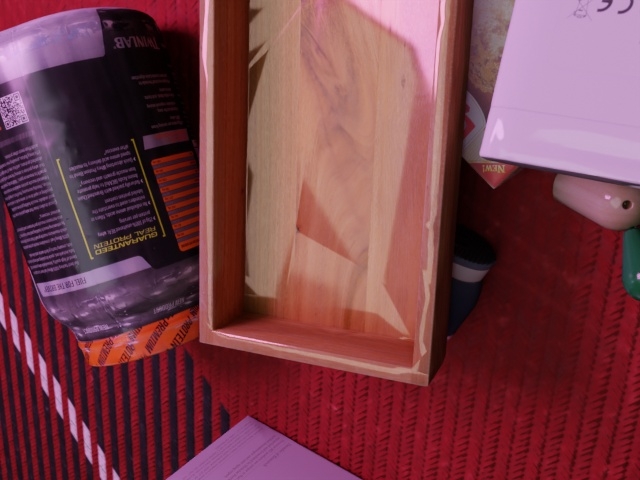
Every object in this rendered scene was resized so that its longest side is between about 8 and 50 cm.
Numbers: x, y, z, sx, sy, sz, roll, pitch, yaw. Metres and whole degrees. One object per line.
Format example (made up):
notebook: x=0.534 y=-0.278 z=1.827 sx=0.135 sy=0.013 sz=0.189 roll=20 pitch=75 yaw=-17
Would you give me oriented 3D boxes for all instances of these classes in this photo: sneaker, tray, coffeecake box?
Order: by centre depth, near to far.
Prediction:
coffeecake box: x=0.160 y=-0.158 z=0.565 sx=0.142 sy=0.068 sz=0.185 roll=48 pitch=124 yaw=11
tray: x=0.009 y=-0.106 z=0.567 sx=0.203 sy=0.076 sz=0.410 roll=7 pitch=103 yaw=21
sneaker: x=0.000 y=0.000 z=0.693 sx=0.319 sy=0.112 sz=0.131 roll=29 pitch=116 yaw=23

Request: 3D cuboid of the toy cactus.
toy cactus: x=0.268 y=-0.023 z=0.539 sx=0.180 sy=0.112 sz=0.219 roll=29 pitch=123 yaw=43

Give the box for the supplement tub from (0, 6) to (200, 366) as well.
supplement tub: x=-0.223 y=-0.053 z=0.759 sx=0.207 sy=0.207 sz=0.338 roll=-12 pitch=98 yaw=35

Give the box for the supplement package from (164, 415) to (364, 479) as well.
supplement package: x=-0.027 y=0.364 z=0.789 sx=0.293 sy=0.175 sz=0.177 roll=21 pitch=116 yaw=25

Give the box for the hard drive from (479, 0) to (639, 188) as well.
hard drive: x=0.253 y=-0.202 z=0.433 sx=0.233 sy=0.047 sz=0.353 roll=14 pitch=95 yaw=24
